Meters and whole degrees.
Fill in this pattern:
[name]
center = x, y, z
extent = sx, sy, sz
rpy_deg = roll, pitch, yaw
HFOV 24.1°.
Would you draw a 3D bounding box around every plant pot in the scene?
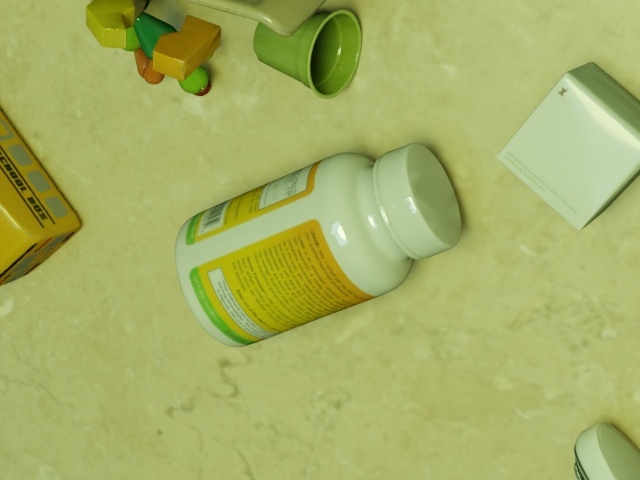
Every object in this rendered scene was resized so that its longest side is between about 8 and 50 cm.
[plant pot]
center = -0.018, -0.180, 1.391
extent = 0.079, 0.083, 0.083
rpy_deg = 19, 109, 31

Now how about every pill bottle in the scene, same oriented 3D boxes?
[pill bottle]
center = 0.000, 0.000, 1.386
extent = 0.246, 0.136, 0.136
rpy_deg = -22, 93, 26

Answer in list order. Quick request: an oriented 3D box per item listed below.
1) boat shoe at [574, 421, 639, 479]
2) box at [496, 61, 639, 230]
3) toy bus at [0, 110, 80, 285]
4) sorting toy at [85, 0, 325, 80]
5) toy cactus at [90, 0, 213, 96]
[boat shoe]
center = 0.292, 0.310, 1.355
extent = 0.102, 0.108, 0.301
rpy_deg = -28, 97, 25
[box]
center = 0.229, -0.082, 1.294
extent = 0.101, 0.087, 0.102
rpy_deg = 43, 115, 9
[toy bus]
center = -0.398, -0.111, 1.540
extent = 0.108, 0.130, 0.332
rpy_deg = -38, 85, 27
[sorting toy]
center = -0.106, -0.234, 1.299
extent = 0.229, 0.307, 0.041
rpy_deg = 21, 133, 17
[toy cactus]
center = -0.170, -0.228, 1.394
extent = 0.112, 0.180, 0.219
rpy_deg = -24, 97, 6
